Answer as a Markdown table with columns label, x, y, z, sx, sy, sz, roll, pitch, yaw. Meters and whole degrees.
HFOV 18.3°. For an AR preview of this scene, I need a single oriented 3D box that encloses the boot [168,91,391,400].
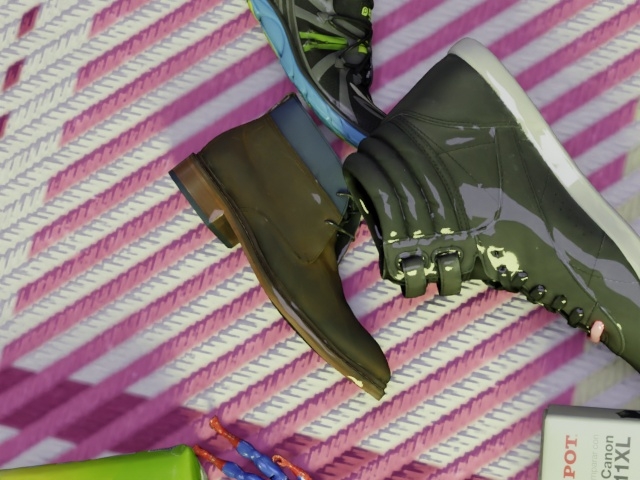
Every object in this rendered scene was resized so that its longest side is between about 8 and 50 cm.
| label | x | y | z | sx | sy | sz | roll | pitch | yaw |
| --- | --- | --- | --- | --- | --- | --- | --- | --- | --- |
| boot | 0.000 | 0.000 | 1.350 | 0.106 | 0.082 | 0.219 | -40 | 75 | 0 |

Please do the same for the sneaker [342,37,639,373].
| label | x | y | z | sx | sy | sz | roll | pitch | yaw |
| --- | --- | --- | --- | --- | --- | --- | --- | --- | --- |
| sneaker | 0.128 | 0.021 | 1.310 | 0.147 | 0.104 | 0.296 | -36 | 80 | -7 |

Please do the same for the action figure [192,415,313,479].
| label | x | y | z | sx | sy | sz | roll | pitch | yaw |
| --- | --- | --- | --- | --- | --- | --- | --- | --- | --- |
| action figure | -0.034 | 0.164 | 1.347 | 0.115 | 0.030 | 0.038 | 32 | 78 | 10 |

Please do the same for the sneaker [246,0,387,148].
| label | x | y | z | sx | sy | sz | roll | pitch | yaw |
| --- | --- | --- | --- | --- | --- | --- | --- | --- | --- |
| sneaker | 0.010 | -0.137 | 1.385 | 0.078 | 0.067 | 0.188 | -31 | 74 | 5 |

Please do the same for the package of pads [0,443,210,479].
| label | x | y | z | sx | sy | sz | roll | pitch | yaw |
| --- | --- | --- | --- | --- | --- | --- | --- | --- | --- |
| package of pads | -0.178 | 0.293 | 1.287 | 0.229 | 0.101 | 0.297 | -7 | 70 | 6 |

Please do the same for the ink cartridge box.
| label | x | y | z | sx | sy | sz | roll | pitch | yaw |
| --- | --- | --- | --- | --- | --- | --- | --- | --- | --- |
| ink cartridge box | 0.226 | 0.177 | 1.280 | 0.175 | 0.072 | 0.127 | 3 | 92 | 7 |
